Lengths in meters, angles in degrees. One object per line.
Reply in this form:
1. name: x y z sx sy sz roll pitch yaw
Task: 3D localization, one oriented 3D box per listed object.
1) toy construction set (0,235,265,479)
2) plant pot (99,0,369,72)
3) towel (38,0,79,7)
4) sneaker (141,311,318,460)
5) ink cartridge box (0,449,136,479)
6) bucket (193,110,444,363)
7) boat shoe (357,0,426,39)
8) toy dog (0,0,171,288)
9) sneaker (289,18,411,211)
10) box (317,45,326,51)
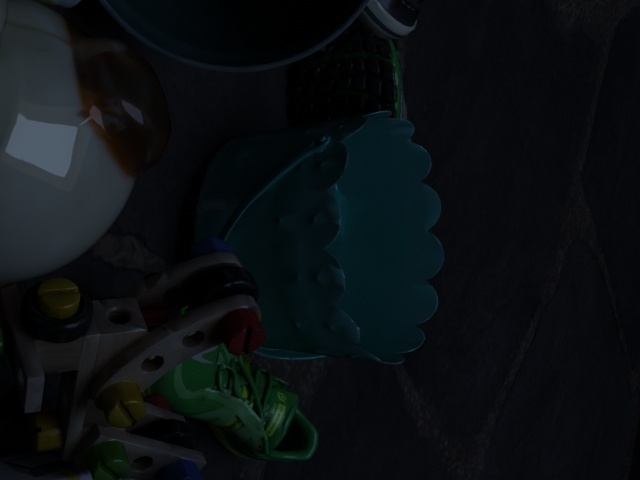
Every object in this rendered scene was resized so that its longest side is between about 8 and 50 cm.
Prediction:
1. toy construction set: -0.184 0.155 1.199 0.237 0.257 0.308 -2 67 -32
2. plant pot: -0.071 -0.324 1.312 0.196 0.293 0.293 -75 162 -68
3. towel: -0.300 -0.284 0.763 0.090 0.320 0.374 -52 152 12
4. sneaker: -0.089 0.160 1.504 0.295 0.123 0.109 43 61 -53
5. ink cartridge box: -0.253 0.276 1.293 0.212 0.093 0.154 -3 100 -57
6. bucket: 0.000 0.000 1.527 0.281 0.183 0.281 5 84 -62
7. boat shoe: 0.067 -0.466 1.495 0.187 0.156 0.500 3 82 -63
8. toy dog: -0.275 -0.078 0.893 0.284 0.395 0.408 -50 160 21
9. sneaker: 0.050 -0.115 1.691 0.146 0.134 0.343 -49 145 -52
10. box: -0.043 -0.338 1.527 0.183 0.059 0.232 13 85 -59
